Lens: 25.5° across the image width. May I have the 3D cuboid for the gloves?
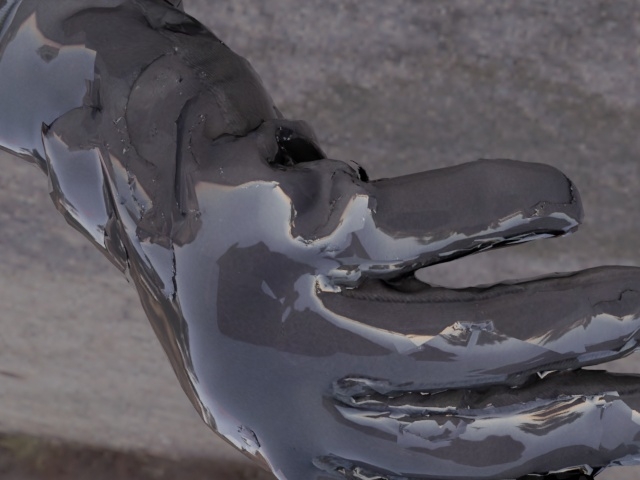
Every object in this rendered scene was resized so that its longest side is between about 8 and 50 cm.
[{"bbox_3d":[-0.010,0.003,0.448,0.285,0.119,0.142,33,155,16],"label":"gloves"}]
